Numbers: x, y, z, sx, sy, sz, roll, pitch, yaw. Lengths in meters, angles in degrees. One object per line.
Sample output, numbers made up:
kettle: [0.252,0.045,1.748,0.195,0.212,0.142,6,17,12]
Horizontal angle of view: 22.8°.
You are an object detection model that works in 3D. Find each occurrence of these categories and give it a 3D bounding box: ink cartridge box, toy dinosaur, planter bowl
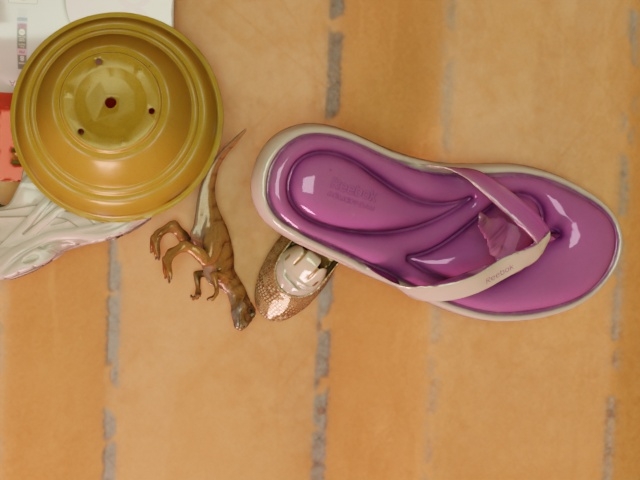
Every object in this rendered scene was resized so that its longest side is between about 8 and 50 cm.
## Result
ink cartridge box: [-0.247,-0.175,1.660,0.189,0.066,0.232,2,91,-2]
toy dinosaur: [-0.121,-0.007,1.683,0.112,0.064,0.211,-15,105,-19]
planter bowl: [-0.205,-0.130,1.576,0.217,0.090,0.217,0,85,-2]

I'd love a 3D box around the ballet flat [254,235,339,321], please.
ballet flat: [0.000,0.000,1.674,0.073,0.067,0.206,35,93,-4]

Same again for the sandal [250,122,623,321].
sandal: [0.130,-0.007,1.620,0.416,0.102,0.169,11,95,-18]

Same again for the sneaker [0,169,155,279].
sneaker: [-0.259,-0.045,1.652,0.232,0.090,0.115,-22,94,-1]
